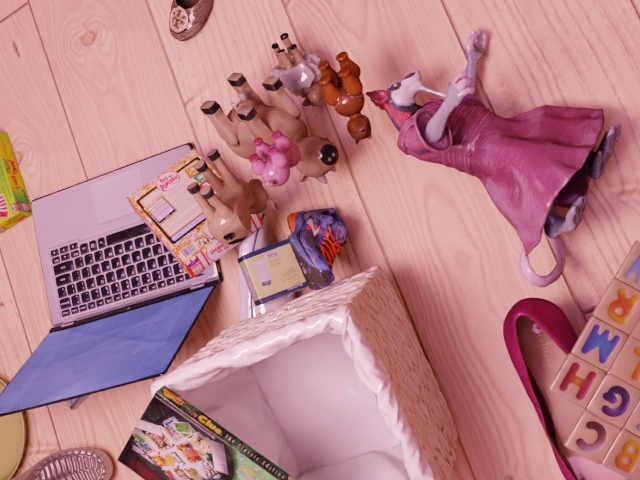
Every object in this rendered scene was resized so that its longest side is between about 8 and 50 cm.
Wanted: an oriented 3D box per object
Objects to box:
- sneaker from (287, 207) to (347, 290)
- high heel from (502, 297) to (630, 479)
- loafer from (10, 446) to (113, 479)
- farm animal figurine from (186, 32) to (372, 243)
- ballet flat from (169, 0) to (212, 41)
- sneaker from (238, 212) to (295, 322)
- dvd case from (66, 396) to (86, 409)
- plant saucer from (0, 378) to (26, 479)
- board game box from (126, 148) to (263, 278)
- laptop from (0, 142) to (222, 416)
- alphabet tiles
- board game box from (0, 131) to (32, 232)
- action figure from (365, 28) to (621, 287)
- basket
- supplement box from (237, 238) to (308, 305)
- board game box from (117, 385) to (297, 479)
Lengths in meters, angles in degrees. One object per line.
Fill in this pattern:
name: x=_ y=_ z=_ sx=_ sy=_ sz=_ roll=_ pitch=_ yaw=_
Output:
sneaker: x=0.000 y=0.000 z=1.409 sx=0.087 sy=0.221 sz=0.083 roll=-22 pitch=118 yaw=5
high heel: x=0.351 y=0.258 z=1.233 sx=0.127 sy=0.181 sz=0.377 roll=-31 pitch=75 yaw=20
loafer: x=-0.503 y=0.455 z=1.669 sx=0.269 sy=0.092 sz=0.101 roll=-22 pitch=80 yaw=6
farm animal figurine: x=-0.069 y=-0.144 z=1.401 sx=0.330 sy=0.172 sz=0.327 roll=-39 pitch=37 yaw=-6
ballet flat: x=-0.215 y=-0.477 z=1.599 sx=0.084 sy=0.058 sz=0.249 roll=30 pitch=100 yaw=24
sneaker: x=-0.086 y=0.079 z=1.506 sx=0.091 sy=0.094 sz=0.258 roll=0 pitch=92 yaw=7
dvd case: x=-0.473 y=0.248 z=1.705 sx=0.087 sy=0.013 sz=0.119 roll=-44 pitch=72 yaw=17
plant saucer: x=-0.666 y=0.376 z=1.774 sx=0.241 sy=0.037 sz=0.240 roll=-1 pitch=87 yaw=24
board game box: x=-0.210 y=-0.049 z=1.484 sx=0.147 sy=0.045 sz=0.193 roll=-37 pitch=55 yaw=-11
laptop: x=-0.397 y=0.063 z=1.558 sx=0.382 sy=0.236 sz=0.407 roll=-16 pitch=81 yaw=22
alphabet tiles: x=0.480 y=0.164 z=1.190 sx=0.285 sy=0.011 sz=0.342 roll=28 pitch=95 yaw=-6
board game box: x=-0.643 y=-0.116 z=1.785 sx=0.092 sy=0.043 sz=0.181 roll=-27 pitch=77 yaw=21
action figure: x=0.235 y=-0.143 z=1.335 sx=0.370 sy=0.248 sz=0.275 roll=21 pitch=123 yaw=23
basket: x=-0.001 y=0.256 z=1.310 sx=0.328 sy=0.266 sz=0.331 roll=-24 pitch=96 yaw=21
supplement box: x=-0.077 y=0.051 z=1.436 sx=0.083 sy=0.056 sz=0.083 roll=-20 pitch=88 yaw=-16
board game box: x=-0.141 y=0.322 z=1.218 sx=0.260 sy=0.030 sz=0.136 roll=35 pitch=111 yaw=6
